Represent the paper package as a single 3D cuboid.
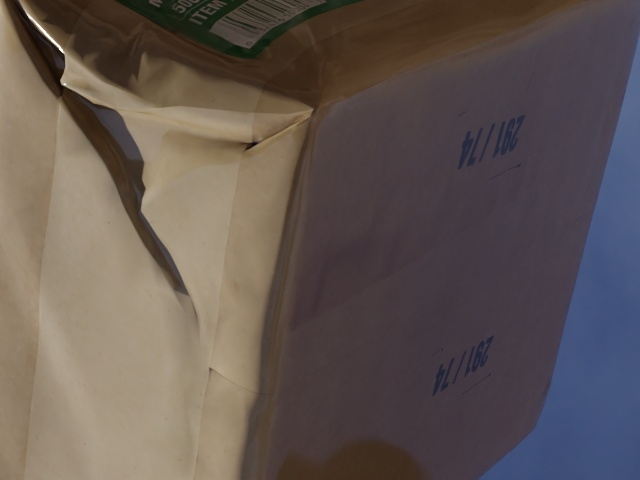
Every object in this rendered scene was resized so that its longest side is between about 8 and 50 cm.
[{"bbox_3d":[0.000,0.000,0.742,0.168,0.310,0.325,25,-150,27],"label":"paper package"}]
